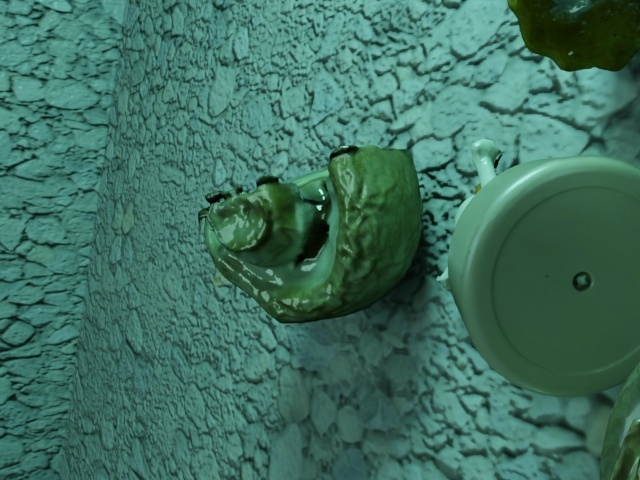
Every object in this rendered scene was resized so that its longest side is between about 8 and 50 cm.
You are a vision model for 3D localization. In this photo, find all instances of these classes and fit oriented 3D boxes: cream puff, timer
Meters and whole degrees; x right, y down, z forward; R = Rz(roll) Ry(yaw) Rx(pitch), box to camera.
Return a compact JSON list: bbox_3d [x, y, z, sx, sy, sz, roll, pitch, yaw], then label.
[{"bbox_3d":[0.219,-0.212,0.759,0.146,0.146,0.116,-54,0,42],"label":"cream puff"},{"bbox_3d":[0.162,0.000,0.806,0.266,0.175,0.175,-127,49,-74],"label":"timer"}]

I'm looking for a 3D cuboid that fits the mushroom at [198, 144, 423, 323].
[{"bbox_3d":[0.002,0.000,1.050,0.267,0.189,0.164,-16,89,33],"label":"mushroom"}]

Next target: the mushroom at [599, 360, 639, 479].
[{"bbox_3d":[0.250,0.137,0.542,0.226,0.178,0.227,-28,54,47],"label":"mushroom"}]
